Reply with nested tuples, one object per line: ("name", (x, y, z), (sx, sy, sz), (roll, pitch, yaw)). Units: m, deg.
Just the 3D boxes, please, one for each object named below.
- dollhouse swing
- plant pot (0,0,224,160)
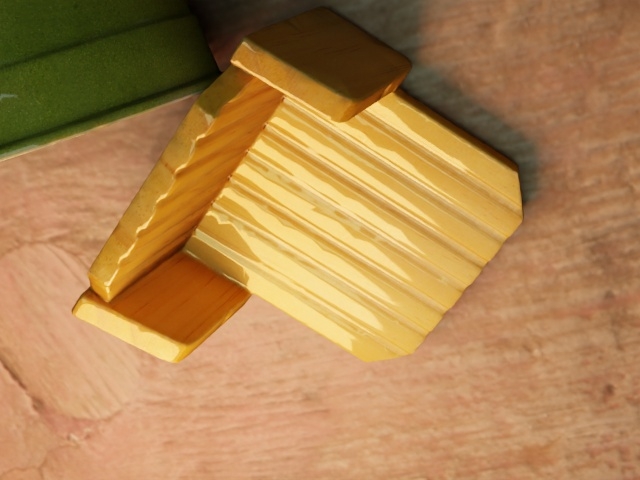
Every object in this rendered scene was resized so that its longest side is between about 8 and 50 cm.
("dollhouse swing", (0.000, 0.000, 1.294), (0.305, 0.315, 0.347), (39, 115, 4))
("plant pot", (-0.314, -0.262, 1.196), (0.366, 0.366, 0.353), (-15, 101, 16))
